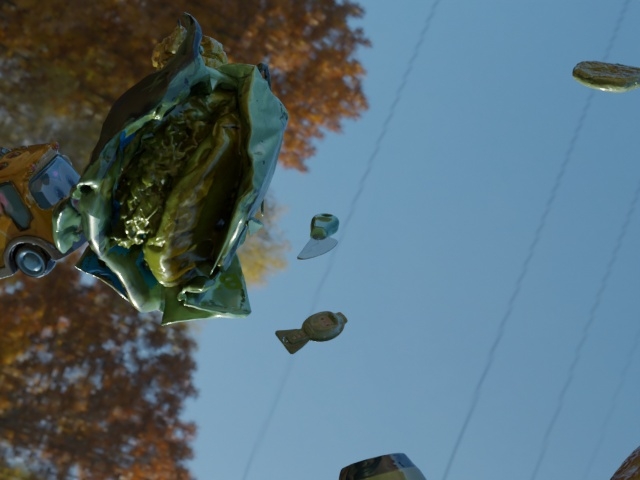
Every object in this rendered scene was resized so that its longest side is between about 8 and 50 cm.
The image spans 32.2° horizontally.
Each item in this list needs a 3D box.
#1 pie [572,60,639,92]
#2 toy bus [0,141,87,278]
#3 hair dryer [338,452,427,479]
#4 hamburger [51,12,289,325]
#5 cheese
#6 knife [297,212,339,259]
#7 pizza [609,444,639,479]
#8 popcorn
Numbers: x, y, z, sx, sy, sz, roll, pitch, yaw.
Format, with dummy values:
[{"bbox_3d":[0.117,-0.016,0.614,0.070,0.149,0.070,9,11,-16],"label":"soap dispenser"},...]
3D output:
[{"bbox_3d":[0.315,-0.178,1.204,0.084,0.084,0.021,41,-44,54],"label":"pie"},{"bbox_3d":[-0.358,-0.031,1.250,0.209,0.136,0.126,-14,-156,23],"label":"toy bus"},{"bbox_3d":[0.099,0.332,0.882,0.298,0.118,0.296,175,-95,-75],"label":"hair dryer"},{"bbox_3d":[-0.100,-0.042,0.989,0.150,0.276,0.261,29,-86,17],"label":"hamburger"},{"bbox_3d":[-0.011,0.150,1.850,0.120,0.026,0.067,-22,-135,-21],"label":"cheese"},{"bbox_3d":[0.002,0.000,2.060,0.260,0.063,0.035,-71,169,-71],"label":"knife"},{"bbox_3d":[0.393,0.192,1.034,0.277,0.409,0.114,-37,-95,31],"label":"pizza"},{"bbox_3d":[-0.143,-0.201,1.181,0.084,0.084,0.084,-30,-133,37],"label":"popcorn"}]
